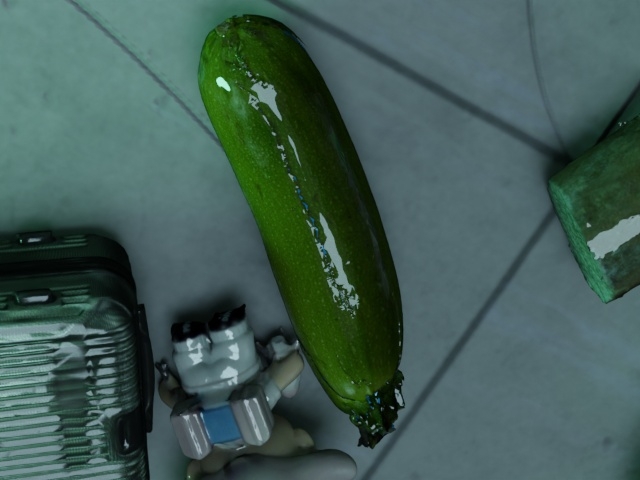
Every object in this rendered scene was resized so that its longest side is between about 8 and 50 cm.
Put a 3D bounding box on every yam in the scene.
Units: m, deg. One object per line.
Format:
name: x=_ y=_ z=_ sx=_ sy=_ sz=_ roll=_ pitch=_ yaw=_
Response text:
yam: x=0.276 y=-0.064 z=0.981 sx=0.259 sy=0.106 sz=0.106 roll=-32 pitch=117 yaw=6

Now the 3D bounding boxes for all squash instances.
squash: x=0.001 y=0.000 z=0.973 sx=0.087 sy=0.087 sz=0.331 roll=-20 pitch=114 yaw=0

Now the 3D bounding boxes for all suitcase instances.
suitcase: x=-0.263 y=0.108 z=0.954 sx=0.312 sy=0.128 sz=0.202 roll=-4 pitch=118 yaw=-9

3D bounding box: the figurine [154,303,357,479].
figurine: x=-0.046 y=0.157 z=1.033 sx=0.137 sy=0.112 sz=0.229 roll=-16 pitch=107 yaw=3
